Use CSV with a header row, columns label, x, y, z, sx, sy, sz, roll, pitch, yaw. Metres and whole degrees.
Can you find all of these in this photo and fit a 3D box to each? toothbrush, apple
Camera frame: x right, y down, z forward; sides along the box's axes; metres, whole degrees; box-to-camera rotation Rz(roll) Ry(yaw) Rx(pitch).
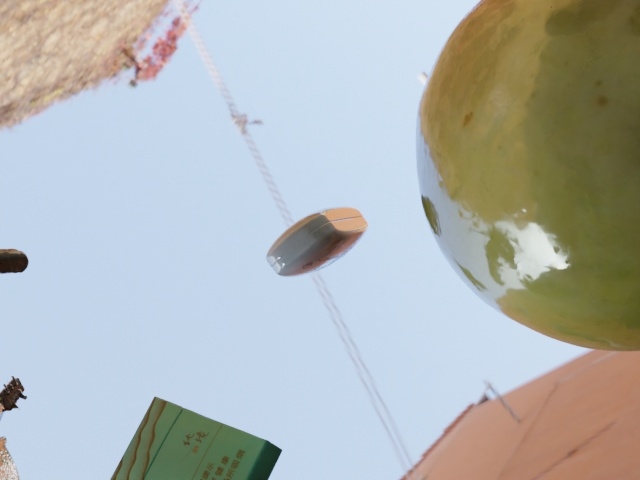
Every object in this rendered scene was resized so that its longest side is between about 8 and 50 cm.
label,x,y,z,sx,sy,sz,roll,pitch,yaw
toothbrush,-0.456,0.027,1.014,0.297,0.031,0.030,-1,-92,-45
apple,0.189,-0.063,0.590,0.262,0.262,0.262,22,-131,-28

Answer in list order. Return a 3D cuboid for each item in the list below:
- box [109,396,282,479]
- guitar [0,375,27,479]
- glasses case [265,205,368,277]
label,x,y,z,sx,sy,sz,roll,pitch,yaw
box,-0.170,0.301,1.178,0.042,0.226,0.160,45,-115,-42
guitar,-0.247,0.155,0.696,0.233,0.025,0.088,-112,0,-73
glasses case,0.000,0.000,0.874,0.045,0.067,0.178,53,-166,6
